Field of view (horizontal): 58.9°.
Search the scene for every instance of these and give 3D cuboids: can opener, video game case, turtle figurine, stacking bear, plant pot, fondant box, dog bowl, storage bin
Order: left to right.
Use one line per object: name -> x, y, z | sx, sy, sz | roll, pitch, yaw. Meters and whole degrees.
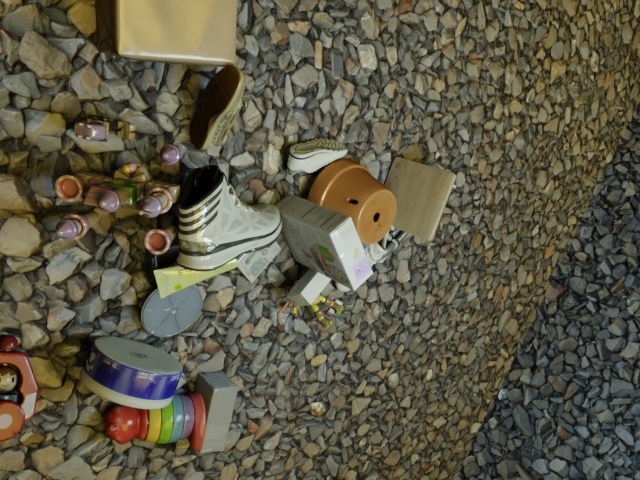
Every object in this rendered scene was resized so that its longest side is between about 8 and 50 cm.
dog bowl -> -0.532, 0.371, 1.610 | 0.265, 0.265, 0.104 | 22, 91, -41
stacking bear -> -0.521, 0.562, 1.768 | 0.289, 0.175, 0.164 | 5, 105, -31
storage bin -> -0.422, 0.056, 1.700 | 0.180, 0.084, 0.122 | -11, 113, -34
video game case -> -0.207, 0.050, 1.878 | 0.157, 0.019, 0.143 | -50, 148, -14
turtle figurine -> -0.036, 0.218, 2.049 | 0.217, 0.087, 0.269 | 46, 58, -16
fondant box -> 0.000, 0.000, 1.846 | 0.096, 0.330, 0.238 | -39, 127, -21
plant pot -> 0.124, -0.114, 1.954 | 0.291, 0.203, 0.291 | -24, 127, -36
can opener -> 0.308, -0.021, 2.226 | 0.280, 0.093, 0.074 | -49, 118, -6

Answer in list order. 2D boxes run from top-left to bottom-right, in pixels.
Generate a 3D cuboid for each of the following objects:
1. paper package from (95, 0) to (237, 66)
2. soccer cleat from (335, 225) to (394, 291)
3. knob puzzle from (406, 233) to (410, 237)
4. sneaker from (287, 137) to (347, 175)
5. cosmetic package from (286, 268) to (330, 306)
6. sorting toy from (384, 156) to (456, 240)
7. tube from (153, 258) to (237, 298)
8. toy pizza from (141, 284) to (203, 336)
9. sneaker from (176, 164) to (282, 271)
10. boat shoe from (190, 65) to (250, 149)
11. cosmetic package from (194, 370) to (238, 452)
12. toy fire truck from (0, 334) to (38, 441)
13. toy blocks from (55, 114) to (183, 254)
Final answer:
paper package -> -0.381, -0.609, 1.434 | 0.324, 0.168, 0.310 | -8, 111, -37
soccer cleat -> 0.160, 0.056, 2.106 | 0.116, 0.143, 0.331 | 18, 100, -40
knob puzzle -> 0.370, -0.129, 2.278 | 0.213, 0.030, 0.213 | -8, 113, -21
sneaker -> -0.012, -0.281, 1.908 | 0.235, 0.090, 0.095 | -14, 132, -33
cosmetic package -> -0.008, 0.127, 1.975 | 0.060, 0.099, 0.239 | 50, 58, -13
sorting toy -> 0.361, -0.154, 2.132 | 0.089, 0.255, 0.257 | 15, 97, -56
tube -> -0.364, 0.092, 1.667 | 0.240, 0.062, 0.070 | -19, 77, -26
toy pizza -> -0.459, 0.207, 1.751 | 0.201, 0.032, 0.201 | -22, 128, -30
sneaker -> -0.243, -0.100, 1.641 | 0.447, 0.169, 0.258 | -35, 132, -58
boat shoe -> -0.276, -0.371, 1.591 | 0.089, 0.105, 0.285 | -13, 155, -45
cosmetic package -> -0.366, 0.573, 1.906 | 0.107, 0.127, 0.238 | 9, 102, -39
toy fire truck -> -0.869, 0.363, 1.428 | 0.302, 0.169, 0.254 | 12, 80, -41
toy blocks -> -0.502, -0.129, 1.388 | 0.288, 0.260, 0.309 | 10, 103, 1
